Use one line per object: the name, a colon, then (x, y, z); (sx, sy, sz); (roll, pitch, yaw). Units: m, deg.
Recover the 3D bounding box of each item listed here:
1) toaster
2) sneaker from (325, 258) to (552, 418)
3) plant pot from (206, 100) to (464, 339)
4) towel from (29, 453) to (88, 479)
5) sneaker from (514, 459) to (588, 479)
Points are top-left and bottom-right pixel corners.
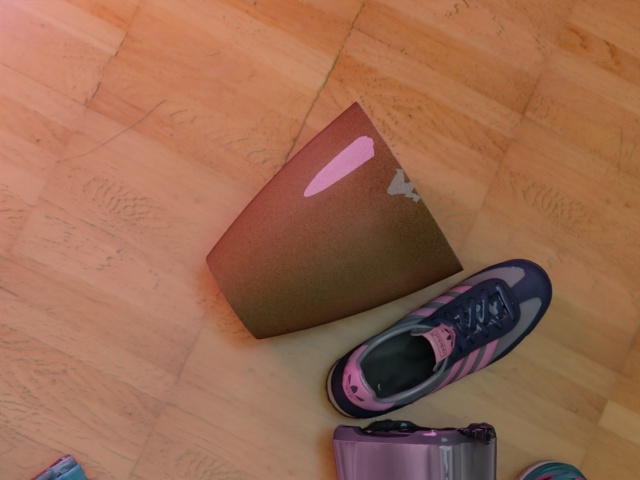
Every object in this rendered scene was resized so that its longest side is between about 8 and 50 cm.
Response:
toaster: (0.119, 0.287, 1.746); (0.129, 0.227, 0.146); (0, 87, -49)
sneaker: (0.160, 0.120, 1.812); (0.319, 0.131, 0.112); (-32, 87, -13)
plant pot: (0.000, 0.000, 1.774); (0.254, 0.237, 0.237); (-32, 87, 2)
towel: (-0.335, 0.440, 1.633); (0.370, 0.040, 0.271); (-34, 95, -41)
sneaker: (0.239, 0.390, 1.757); (0.124, 0.178, 0.295); (33, 78, -3)
